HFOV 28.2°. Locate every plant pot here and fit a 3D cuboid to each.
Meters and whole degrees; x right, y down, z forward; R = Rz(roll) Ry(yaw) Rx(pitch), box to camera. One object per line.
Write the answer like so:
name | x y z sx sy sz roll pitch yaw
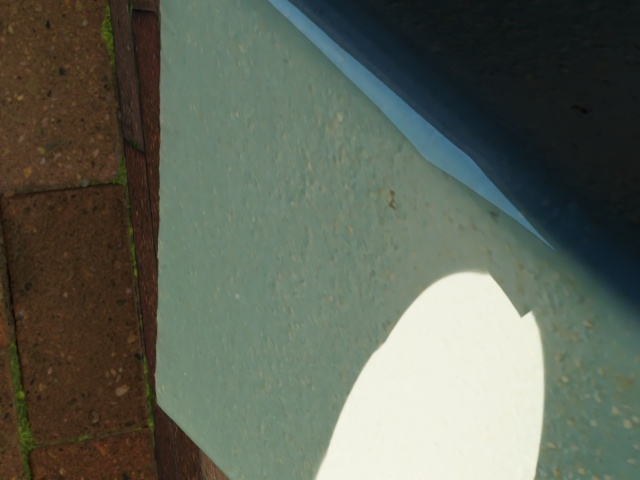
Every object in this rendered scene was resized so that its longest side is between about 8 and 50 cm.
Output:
plant pot | 0.112 0.020 0.437 0.252 0.247 0.247 48 145 35
